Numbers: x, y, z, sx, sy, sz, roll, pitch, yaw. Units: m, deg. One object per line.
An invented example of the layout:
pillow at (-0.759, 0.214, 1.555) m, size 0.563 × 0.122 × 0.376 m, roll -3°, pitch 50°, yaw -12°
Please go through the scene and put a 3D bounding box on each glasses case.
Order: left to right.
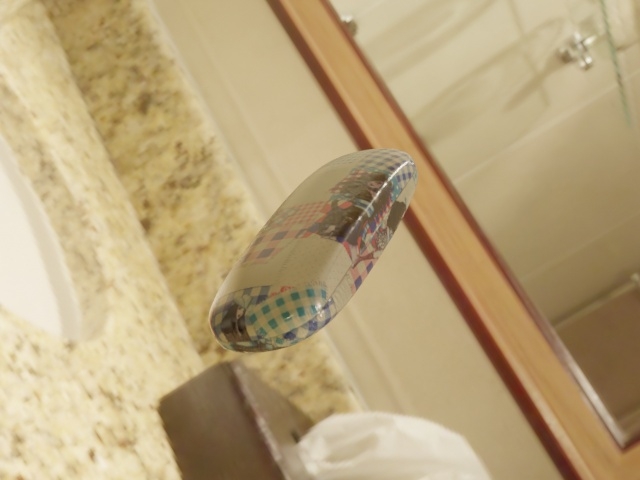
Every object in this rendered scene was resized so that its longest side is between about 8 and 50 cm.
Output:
glasses case at (0.000, 0.000, 1.019) m, size 0.327 × 0.125 × 0.076 m, roll -54°, pitch 129°, yaw -49°
